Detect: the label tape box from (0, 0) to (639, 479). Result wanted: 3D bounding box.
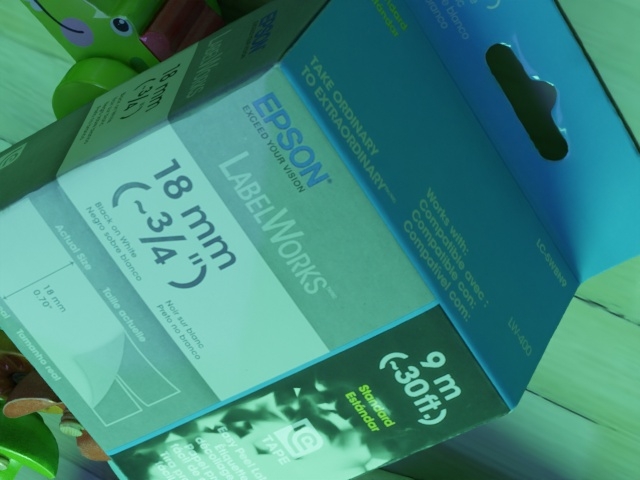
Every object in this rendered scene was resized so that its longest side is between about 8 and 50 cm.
[{"bbox_3d":[0.000,0.000,0.781,0.333,0.106,0.241,-26,114,20],"label":"label tape box"}]

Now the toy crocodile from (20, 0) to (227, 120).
[{"bbox_3d":[-0.061,-0.066,0.878,0.105,0.115,0.340,-17,119,41],"label":"toy crocodile"}]

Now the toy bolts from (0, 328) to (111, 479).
[{"bbox_3d":[-0.232,0.075,1.113,0.228,0.158,0.218,-15,138,40],"label":"toy bolts"}]

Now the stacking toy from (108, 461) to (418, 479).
[{"bbox_3d":[-0.063,0.257,1.206,0.279,0.130,0.309,25,142,17],"label":"stacking toy"}]
